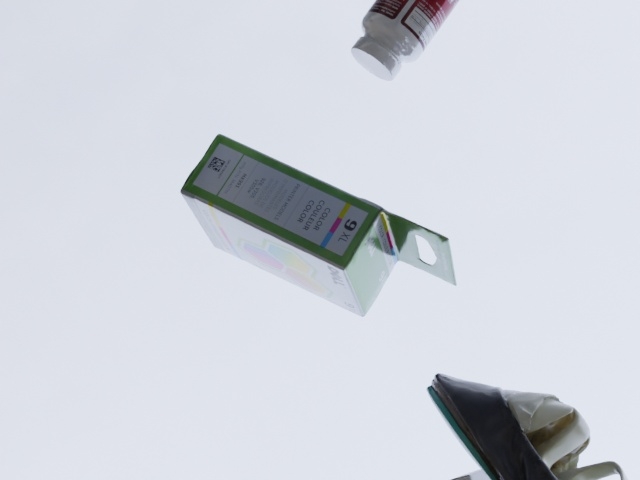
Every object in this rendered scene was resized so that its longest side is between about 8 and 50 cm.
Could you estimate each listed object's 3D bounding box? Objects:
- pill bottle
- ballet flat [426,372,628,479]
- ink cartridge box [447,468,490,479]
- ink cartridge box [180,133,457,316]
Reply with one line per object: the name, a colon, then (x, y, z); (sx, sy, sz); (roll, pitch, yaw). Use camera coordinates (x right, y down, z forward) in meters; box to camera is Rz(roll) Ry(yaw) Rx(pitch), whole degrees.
pill bottle: (0.105, -0.275, 1.319); (0.152, 0.086, 0.086); (-54, -143, -8)
ballet flat: (0.124, 0.130, 0.576); (0.074, 0.074, 0.203); (-43, -145, 10)
ink cartridge box: (0.215, 0.355, 1.449); (0.052, 0.122, 0.088); (-22, -104, 27)
ink cartridge box: (0.000, 0.000, 0.862); (0.209, 0.109, 0.062); (25, -107, 19)
